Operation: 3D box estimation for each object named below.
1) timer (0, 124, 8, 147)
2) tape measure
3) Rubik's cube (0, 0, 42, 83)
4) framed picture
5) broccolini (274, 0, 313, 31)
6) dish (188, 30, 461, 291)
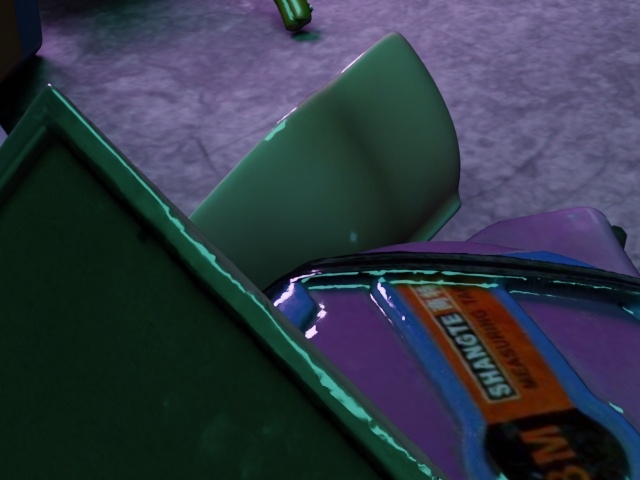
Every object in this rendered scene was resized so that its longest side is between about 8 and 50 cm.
[{"bbox_3d":[-0.213,-0.006,0.503,0.190,0.069,0.208,16,39,-41],"label":"timer"},{"bbox_3d":[0.074,0.102,0.462,0.245,0.149,0.231,-8,39,-18],"label":"tape measure"},{"bbox_3d":[-0.382,-0.242,0.710,0.346,0.344,0.346,-4,18,-2],"label":"Rubik's cube"},{"bbox_3d":[-0.058,0.114,0.365,0.281,0.209,0.019,45,13,20],"label":"framed picture"},{"bbox_3d":[-0.126,-0.242,0.921,0.271,0.062,0.123,38,73,2],"label":"broccolini"},{"bbox_3d":[0.000,0.000,0.609,0.090,0.213,0.213,43,49,3],"label":"dish"}]
